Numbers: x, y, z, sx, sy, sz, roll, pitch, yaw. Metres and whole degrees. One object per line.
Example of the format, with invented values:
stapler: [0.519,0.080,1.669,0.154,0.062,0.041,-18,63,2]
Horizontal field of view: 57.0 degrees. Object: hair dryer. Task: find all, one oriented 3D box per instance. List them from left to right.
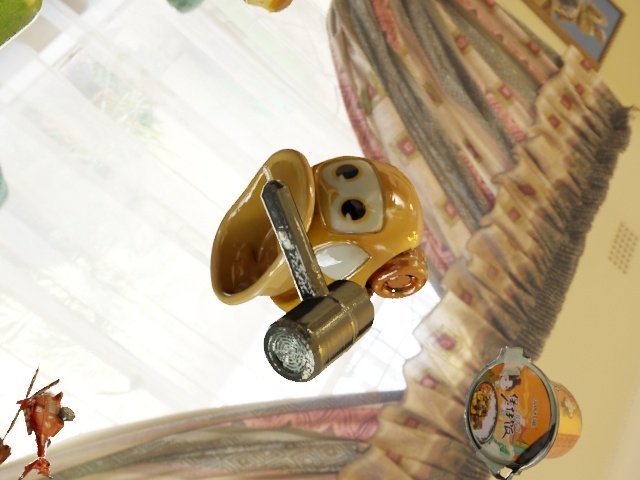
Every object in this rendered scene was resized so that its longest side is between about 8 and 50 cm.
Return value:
hair dryer: [-0.024,0.026,0.621,0.071,0.219,0.124,-15,-174,37]

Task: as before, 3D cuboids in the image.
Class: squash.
squash: [-0.663,-0.356,1.081,0.378,0.101,0.101,-33,-166,8]

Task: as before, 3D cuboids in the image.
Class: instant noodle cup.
instant noodle cup: [0.349,0.292,0.979,0.177,0.125,0.208,20,-88,59]

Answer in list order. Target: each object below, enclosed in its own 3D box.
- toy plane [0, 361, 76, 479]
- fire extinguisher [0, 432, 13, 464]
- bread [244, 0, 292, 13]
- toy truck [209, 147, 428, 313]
toy plane: [-0.394,0.266,0.850,0.194,0.077,0.126,6,-120,53]
fire extinguisher: [-0.561,0.227,0.852,0.105,0.269,0.105,-29,-172,4]
bread: [-0.062,-0.376,0.580,0.099,0.235,0.210,-6,152,-39]
toy truck: [0.000,0.000,0.835,0.288,0.211,0.204,-37,-135,34]
